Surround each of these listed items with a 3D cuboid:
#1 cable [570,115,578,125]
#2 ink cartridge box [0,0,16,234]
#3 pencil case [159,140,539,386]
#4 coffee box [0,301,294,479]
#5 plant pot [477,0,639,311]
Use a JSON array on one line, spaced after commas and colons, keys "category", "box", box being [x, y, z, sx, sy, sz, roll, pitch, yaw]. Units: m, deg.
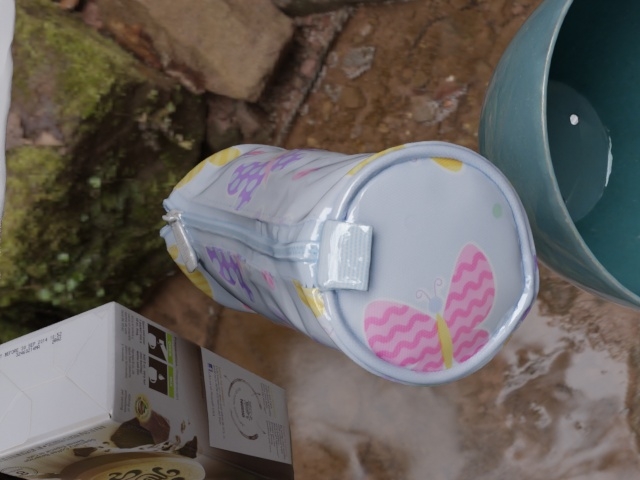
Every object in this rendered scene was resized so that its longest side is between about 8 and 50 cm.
[{"category": "cable", "box": [0.396, -0.160, 1.465, 0.089, 0.257, 0.257, 25, 97, 2]}, {"category": "ink cartridge box", "box": [-0.188, -0.004, 0.399, 0.219, 0.092, 0.160, 158, 114, -63]}, {"category": "pencil case", "box": [0.000, 0.000, 0.552, 0.273, 0.124, 0.113, 12, 80, 65]}, {"category": "coffee box", "box": [-0.174, 0.185, 0.995, 0.168, 0.297, 0.119, -21, 57, 24]}, {"category": "plant pot", "box": [0.245, -0.082, 0.815, 0.195, 0.290, 0.290, 175, 90, -67]}]
